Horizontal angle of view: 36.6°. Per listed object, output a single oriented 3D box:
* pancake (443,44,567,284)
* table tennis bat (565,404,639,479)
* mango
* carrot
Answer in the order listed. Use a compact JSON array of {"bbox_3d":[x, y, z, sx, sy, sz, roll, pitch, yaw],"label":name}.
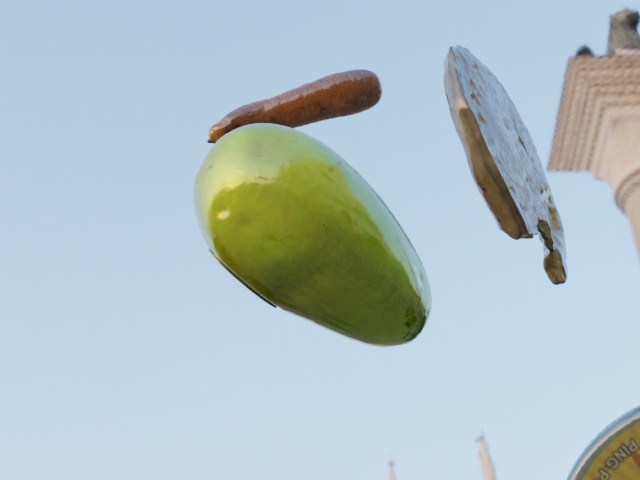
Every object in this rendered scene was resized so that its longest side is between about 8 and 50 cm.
[{"bbox_3d":[0.162,-0.069,0.824,0.029,0.211,0.235,-24,-38,22],"label":"pancake"},{"bbox_3d":[0.322,0.204,0.635,0.329,0.215,0.044,1,-11,10],"label":"table tennis bat"},{"bbox_3d":[0.000,0.000,0.364,0.056,0.073,0.108,-42,-75,16],"label":"mango"},{"bbox_3d":[-0.032,-0.166,1.219,0.248,0.059,0.059,-19,-35,-18],"label":"carrot"}]
